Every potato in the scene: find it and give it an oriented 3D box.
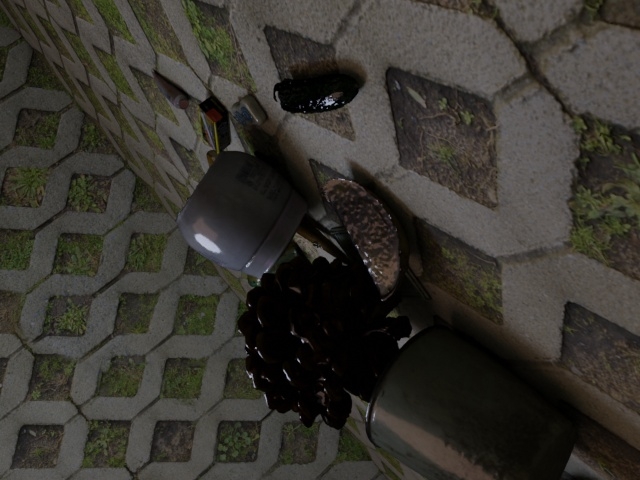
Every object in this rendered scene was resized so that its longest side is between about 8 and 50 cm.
[{"bbox_3d":[0.120,-0.025,1.280,0.120,0.100,0.261,-34,80,36],"label":"potato"}]

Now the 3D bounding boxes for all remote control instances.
[{"bbox_3d":[-0.165,-0.290,1.489,0.074,0.032,0.122,54,164,-13],"label":"remote control"}]

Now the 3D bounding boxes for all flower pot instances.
[{"bbox_3d":[0.298,0.367,1.283,0.330,0.293,0.294,29,154,40],"label":"flower pot"}]

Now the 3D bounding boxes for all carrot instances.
[{"bbox_3d":[0.000,0.000,1.648,0.254,0.049,0.049,37,159,42],"label":"carrot"}]

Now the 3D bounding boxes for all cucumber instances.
[{"bbox_3d":[-0.011,-0.250,1.119,0.067,0.067,0.245,57,164,-23],"label":"cucumber"}]

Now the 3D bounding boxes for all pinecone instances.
[{"bbox_3d":[0.027,0.222,1.465,0.398,0.397,0.398,44,163,18],"label":"pinecone"}]

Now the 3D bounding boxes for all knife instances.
[{"bbox_3d":[-0.139,-0.205,1.628,0.121,0.018,0.031,30,165,49],"label":"knife"}]

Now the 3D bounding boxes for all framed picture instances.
[{"bbox_3d":[0.128,0.051,1.495,0.217,0.017,0.274,52,163,-9],"label":"framed picture"}]

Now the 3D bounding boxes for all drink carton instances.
[{"bbox_3d":[-0.280,-0.302,1.719,0.071,0.056,0.166,44,162,11],"label":"drink carton"}]

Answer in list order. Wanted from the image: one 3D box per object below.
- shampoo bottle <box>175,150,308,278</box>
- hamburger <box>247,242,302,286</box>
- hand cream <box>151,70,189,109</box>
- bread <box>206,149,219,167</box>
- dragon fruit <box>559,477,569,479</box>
[{"bbox_3d":[-0.188,-0.062,1.583,0.266,0.273,0.273,34,165,-9],"label":"shampoo bottle"},{"bbox_3d":[-0.133,0.115,2.036,0.168,0.192,0.288,62,162,-5],"label":"hamburger"},{"bbox_3d":[-0.438,-0.430,1.886,0.209,0.043,0.067,43,161,41],"label":"hand cream"},{"bbox_3d":[-0.300,-0.202,1.990,0.073,0.053,0.214,36,156,27],"label":"bread"},{"bbox_3d":[0.528,0.628,1.406,0.283,0.203,0.221,-51,46,48],"label":"dragon fruit"}]
